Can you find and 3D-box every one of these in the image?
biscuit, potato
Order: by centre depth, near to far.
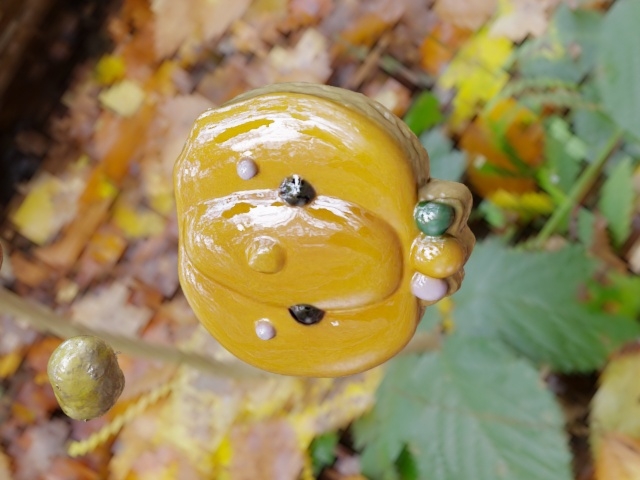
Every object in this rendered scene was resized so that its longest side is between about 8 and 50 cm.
[{"bbox_3d":[-0.002,0.002,0.997,0.170,0.170,0.050,-42,8,32],"label":"biscuit"},{"bbox_3d":[-0.146,0.089,1.202,0.092,0.045,0.047,87,-178,-69],"label":"potato"}]

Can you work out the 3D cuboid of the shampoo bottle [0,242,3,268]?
[{"bbox_3d":[-0.339,0.018,1.341,0.244,0.085,0.085,-3,48,19],"label":"shampoo bottle"}]
